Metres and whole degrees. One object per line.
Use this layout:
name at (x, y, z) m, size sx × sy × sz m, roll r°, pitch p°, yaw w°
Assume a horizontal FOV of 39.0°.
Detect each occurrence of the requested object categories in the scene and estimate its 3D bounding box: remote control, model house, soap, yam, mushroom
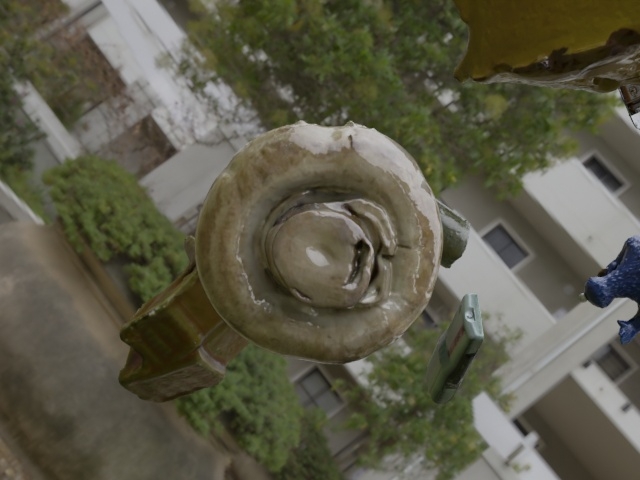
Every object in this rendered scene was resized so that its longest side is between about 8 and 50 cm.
remote control at (0.154, 0.130, 1.050) m, size 0.166 × 0.029 × 0.065 m, roll 102°, pitch -10°, yaw -54°
model house at (0.573, -0.287, 1.599) m, size 0.117 × 0.088 × 0.167 m, roll 11°, pitch 59°, yaw -59°
model house at (-0.210, 0.124, 1.331) m, size 0.173 × 0.239 × 0.268 m, roll 42°, pitch -7°, yaw 29°
soap at (0.319, -0.234, 0.971) m, size 0.259 × 0.281 × 0.143 m, roll -4°, pitch -91°, yaw 44°
yam at (0.090, -0.029, 0.909) m, size 0.132 × 0.054 × 0.054 m, roll 34°, pitch -8°, yaw 1°
mushroom at (0.000, 0.000, 0.600) m, size 0.166 × 0.166 × 0.127 m, roll 53°, pitch -4°, yaw -2°

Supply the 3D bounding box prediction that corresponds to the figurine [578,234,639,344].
figurine at (0.607, 0.063, 1.657) m, size 0.164 × 0.262 × 0.121 m, roll 60°, pitch 3°, yaw 20°
